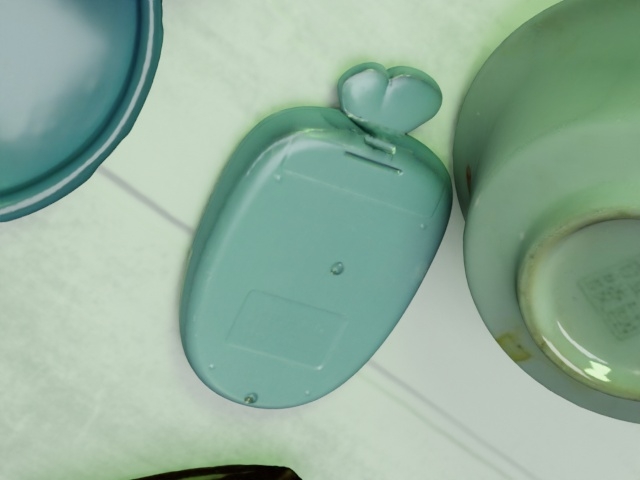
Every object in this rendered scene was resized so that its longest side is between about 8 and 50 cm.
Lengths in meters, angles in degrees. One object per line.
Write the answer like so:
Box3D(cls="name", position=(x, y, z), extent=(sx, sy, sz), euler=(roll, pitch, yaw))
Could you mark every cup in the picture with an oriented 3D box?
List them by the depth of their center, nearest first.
Box3D(cls="cup", position=(0.243, 0.003, 1.204), extent=(0.347, 0.163, 0.347), euler=(11, 127, 15))

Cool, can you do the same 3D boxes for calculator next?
Box3D(cls="calculator", position=(0.000, 0.000, 1.295), extent=(0.188, 0.042, 0.302), euler=(17, 112, -23))

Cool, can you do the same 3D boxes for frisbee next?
Box3D(cls="frisbee", position=(-0.249, -0.149, 1.140), extent=(0.290, 0.049, 0.289), euler=(-7, 112, -18))

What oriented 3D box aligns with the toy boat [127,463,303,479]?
Box3D(cls="toy boat", position=(-0.112, 0.253, 1.339), extent=(0.262, 0.114, 0.115), euler=(-9, 105, -17))
